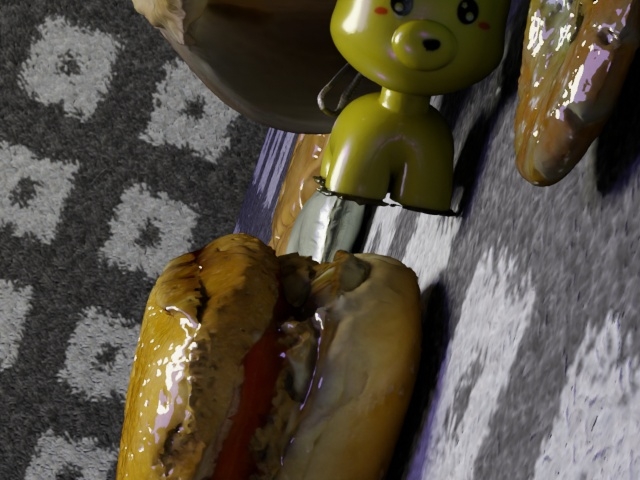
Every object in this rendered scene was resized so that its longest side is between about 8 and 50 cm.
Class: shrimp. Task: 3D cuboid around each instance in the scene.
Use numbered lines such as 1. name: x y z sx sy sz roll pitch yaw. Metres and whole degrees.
1. shrimp: 0.131 -0.124 0.739 0.115 0.051 0.217 148 142 -70

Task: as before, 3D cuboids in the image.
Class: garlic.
1. garlic: 0.017 -0.196 1.135 0.279 0.325 0.132 98 149 -44

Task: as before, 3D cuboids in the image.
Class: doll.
1. doll: 0.061 -0.126 1.030 0.135 0.143 0.220 -93 12 -78

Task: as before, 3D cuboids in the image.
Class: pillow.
1. pillow: 0.000 0.000 1.488 0.229 0.051 0.128 -175 106 -85

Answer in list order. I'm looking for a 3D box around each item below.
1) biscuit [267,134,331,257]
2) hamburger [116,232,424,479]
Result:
1. biscuit: 0.008 -0.125 1.781 0.275 0.052 0.355 163 125 -82
2. hamburger: -0.037 0.113 1.014 0.244 0.163 0.244 -168 90 -79
